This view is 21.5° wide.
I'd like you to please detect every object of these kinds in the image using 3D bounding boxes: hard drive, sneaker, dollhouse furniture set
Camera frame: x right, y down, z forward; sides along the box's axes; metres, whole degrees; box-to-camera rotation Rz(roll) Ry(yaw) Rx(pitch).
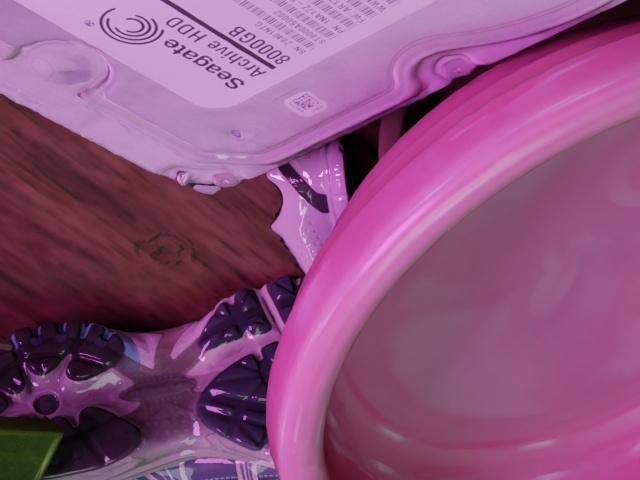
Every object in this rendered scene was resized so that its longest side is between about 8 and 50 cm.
[{"bbox_3d":[-0.010,-0.134,0.606,0.339,0.064,0.237,-22,143,38],"label":"hard drive"},{"bbox_3d":[0.000,0.000,0.832,0.043,0.040,0.109,-4,115,10],"label":"sneaker"},{"bbox_3d":[-0.050,0.092,0.901,0.283,0.110,0.122,-2,153,-1],"label":"sneaker"},{"bbox_3d":[-0.197,0.066,0.824,0.058,0.151,0.076,17,102,-56],"label":"dollhouse furniture set"}]

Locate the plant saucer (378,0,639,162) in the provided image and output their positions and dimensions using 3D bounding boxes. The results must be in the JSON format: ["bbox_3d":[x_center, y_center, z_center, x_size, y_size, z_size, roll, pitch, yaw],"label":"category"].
[{"bbox_3d":[0.164,-0.061,0.793,0.278,0.041,0.278,-3,136,-3],"label":"plant saucer"}]

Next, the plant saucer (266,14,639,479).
[{"bbox_3d":[0.128,0.024,0.745,0.332,0.084,0.332,-14,137,-13],"label":"plant saucer"}]
